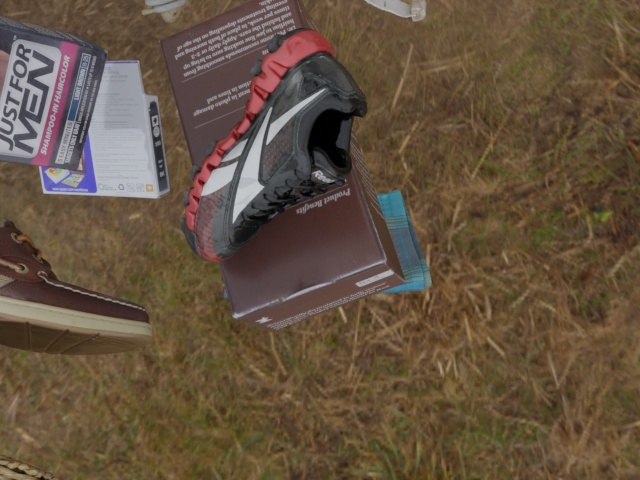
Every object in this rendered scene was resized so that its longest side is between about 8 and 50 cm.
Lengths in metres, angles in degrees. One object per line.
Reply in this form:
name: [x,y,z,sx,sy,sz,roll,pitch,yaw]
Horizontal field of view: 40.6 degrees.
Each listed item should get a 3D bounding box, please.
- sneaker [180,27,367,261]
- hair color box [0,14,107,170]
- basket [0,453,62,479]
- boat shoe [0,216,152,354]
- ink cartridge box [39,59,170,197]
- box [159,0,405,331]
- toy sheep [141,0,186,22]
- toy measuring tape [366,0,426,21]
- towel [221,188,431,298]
sneaker: [-0.046,-0.073,0.894,0.135,0.097,0.276,43,112,25]
hair color box: [-0.454,-0.198,1.059,0.347,0.105,0.174,5,109,-43]
basket: [-0.465,0.412,1.201,0.299,0.213,0.223,36,150,-24]
boat shoe: [-0.329,0.032,0.877,0.342,0.123,0.123,15,156,-23]
ink cartridge box: [-0.338,-0.169,1.306,0.206,0.045,0.208,4,112,18]
box: [-0.048,-0.100,1.073,0.191,0.143,0.381,-20,70,11]
toy sheep: [-0.282,-0.449,1.530,0.091,0.091,0.132,-12,119,10]
toy measuring tape: [0.014,-0.416,1.206,0.330,0.121,0.121,20,117,-9]
towel: [0.000,0.000,1.591,0.370,0.271,0.040,-1,131,-9]
